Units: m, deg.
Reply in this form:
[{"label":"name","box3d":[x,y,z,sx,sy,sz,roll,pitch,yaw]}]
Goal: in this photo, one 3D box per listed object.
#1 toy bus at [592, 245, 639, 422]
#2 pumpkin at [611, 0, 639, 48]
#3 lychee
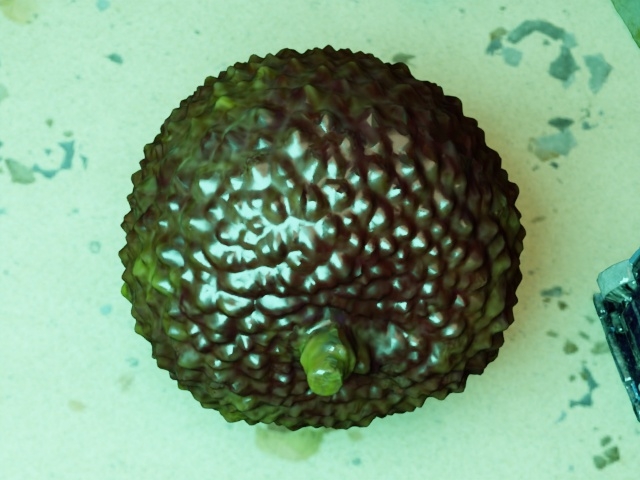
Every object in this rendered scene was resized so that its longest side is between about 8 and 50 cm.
[{"label":"toy bus","box3d":[0.293,0.031,1.298,0.134,0.234,0.116,-10,68,-17]},{"label":"pumpkin","box3d":[0.412,-0.264,1.480,0.332,0.199,0.332,5,66,-11]},{"label":"lychee","box3d":[0.000,0.000,1.250,0.276,0.275,0.304,7,39,-7]}]
